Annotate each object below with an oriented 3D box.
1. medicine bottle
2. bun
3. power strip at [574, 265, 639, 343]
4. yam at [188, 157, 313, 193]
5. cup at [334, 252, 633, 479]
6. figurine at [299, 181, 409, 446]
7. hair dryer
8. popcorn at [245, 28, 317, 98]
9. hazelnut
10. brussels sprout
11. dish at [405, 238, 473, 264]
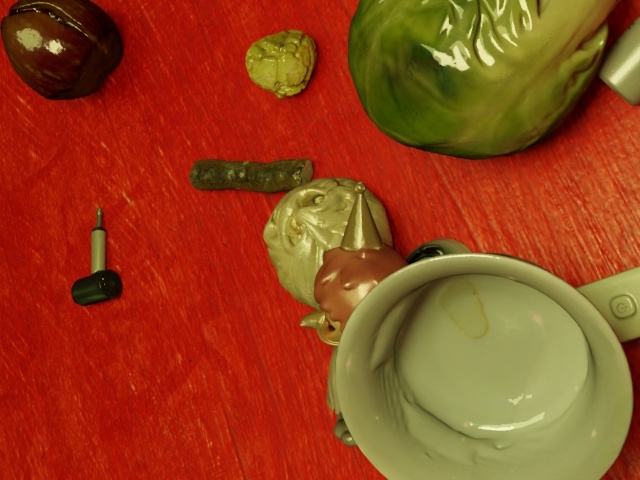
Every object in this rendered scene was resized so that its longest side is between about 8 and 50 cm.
[{"bbox_3d":[0.421,-0.243,1.155,0.130,0.080,0.080,-48,61,22],"label":"medicine bottle"},{"bbox_3d":[0.000,0.000,1.419,0.231,0.133,0.231,-6,80,37],"label":"bun"},{"bbox_3d":[0.314,0.120,1.215,0.385,0.062,0.091,-25,75,33],"label":"power strip"},{"bbox_3d":[-0.120,-0.112,1.564,0.253,0.061,0.061,3,88,36],"label":"yam"},{"bbox_3d":[0.205,0.153,1.128,0.347,0.163,0.347,6,111,16],"label":"cup"},{"bbox_3d":[0.052,0.111,1.287,0.166,0.207,0.386,0,116,9],"label":"figurine"},{"bbox_3d":[-0.446,0.029,1.808,0.100,0.057,0.197,-14,69,35],"label":"hair dryer"},{"bbox_3d":[-0.063,-0.295,1.515,0.121,0.116,0.106,-26,102,-8],"label":"popcorn"},{"bbox_3d":[-0.510,-0.378,1.762,0.218,0.234,0.218,3,104,10],"label":"hazelnut"},{"bbox_3d":[0.215,-0.259,1.187,0.355,0.281,0.289,-36,55,31],"label":"brussels sprout"},{"bbox_3d":[0.160,0.064,1.325,0.141,0.078,0.141,-4,83,37],"label":"dish"}]
